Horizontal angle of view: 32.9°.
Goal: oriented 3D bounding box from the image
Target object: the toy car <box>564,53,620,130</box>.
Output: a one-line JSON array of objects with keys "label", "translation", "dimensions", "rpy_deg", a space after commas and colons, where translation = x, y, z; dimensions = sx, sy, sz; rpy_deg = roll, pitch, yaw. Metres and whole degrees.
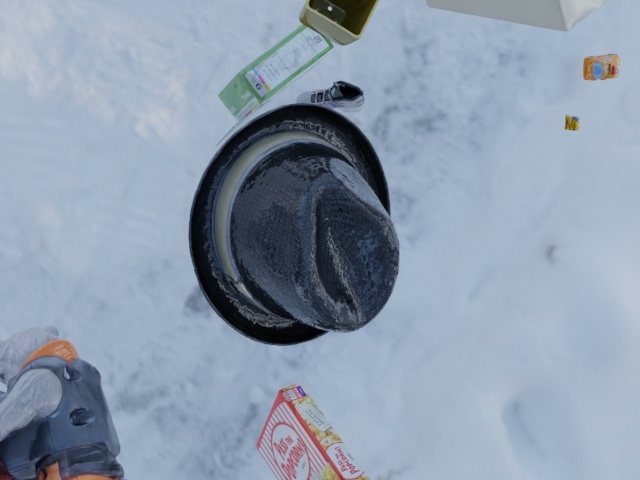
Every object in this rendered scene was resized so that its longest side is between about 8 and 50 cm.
[{"label": "toy car", "translation": [0.395, -0.208, 1.542], "dimensions": [0.060, 0.040, 0.122], "rpy_deg": [9, 104, -21]}]

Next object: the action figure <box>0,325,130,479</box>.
[{"label": "action figure", "translation": [-0.229, 0.232, 1.093], "dimensions": [0.178, 0.341, 0.330], "rpy_deg": [-31, 75, 0]}]

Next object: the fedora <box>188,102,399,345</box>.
[{"label": "fedora", "translation": [0.000, 0.000, 1.361], "dimensions": [0.334, 0.152, 0.334], "rpy_deg": [-14, 116, -32]}]

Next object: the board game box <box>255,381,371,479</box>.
[{"label": "board game box", "translation": [-0.013, 0.330, 1.602], "dimensions": [0.045, 0.193, 0.147], "rpy_deg": [-16, 143, -34]}]

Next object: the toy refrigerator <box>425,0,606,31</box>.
[{"label": "toy refrigerator", "translation": [0.250, -0.365, 1.462], "dimensions": [0.094, 0.269, 0.102], "rpy_deg": [-37, 125, -21]}]

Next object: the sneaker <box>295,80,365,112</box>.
[{"label": "sneaker", "translation": [0.013, -0.203, 1.499], "dimensions": [0.098, 0.069, 0.038], "rpy_deg": [-4, 77, 1]}]

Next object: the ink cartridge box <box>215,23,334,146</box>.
[{"label": "ink cartridge box", "translation": [-0.086, -0.235, 1.600], "dimensions": [0.209, 0.109, 0.062], "rpy_deg": [-42, 97, -22]}]

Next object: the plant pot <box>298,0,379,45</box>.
[{"label": "plant pot", "translation": [0.019, -0.294, 1.370], "dimensions": [0.081, 0.083, 0.081], "rpy_deg": [29, 75, -11]}]
